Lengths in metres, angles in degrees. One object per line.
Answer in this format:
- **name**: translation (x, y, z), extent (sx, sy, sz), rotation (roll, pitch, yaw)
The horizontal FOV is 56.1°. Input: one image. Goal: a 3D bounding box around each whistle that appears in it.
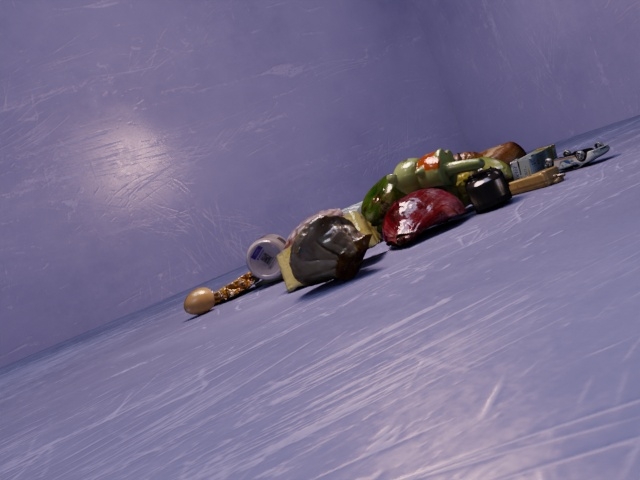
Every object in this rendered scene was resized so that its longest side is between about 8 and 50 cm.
- **whistle**: translation (0.313, -0.191, 1.660), extent (0.289, 0.106, 0.131), rotation (-10, -5, 39)

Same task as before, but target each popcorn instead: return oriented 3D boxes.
- **popcorn**: translation (0.414, -0.158, 1.786), extent (0.168, 0.173, 0.195), rotation (12, -4, 31)

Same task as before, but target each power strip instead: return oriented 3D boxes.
- **power strip**: translation (0.566, -0.158, 1.704), extent (0.064, 0.044, 0.305), rotation (-23, 4, -28)

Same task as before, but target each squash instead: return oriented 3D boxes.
- **squash**: translation (0.518, -0.213, 1.807), extent (0.069, 0.069, 0.239), rotation (-22, 13, 3)

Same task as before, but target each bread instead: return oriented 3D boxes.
- **bread**: translation (0.020, 0.034, 1.548), extent (0.266, 0.141, 0.178), rotation (-32, 13, 16)

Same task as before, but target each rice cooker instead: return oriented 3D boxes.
- **rice cooker**: translation (0.449, -0.136, 1.609), extent (0.112, 0.106, 0.165), rotation (-24, 14, 18)

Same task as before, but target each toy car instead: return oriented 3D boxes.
- **toy car**: translation (0.746, -0.239, 1.748), extent (0.095, 0.056, 0.205), rotation (-23, 7, -25)

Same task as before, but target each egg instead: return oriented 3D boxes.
- **egg**: translation (-0.375, 0.188, 1.846), extent (0.096, 0.080, 0.080), rotation (-20, 2, -30)

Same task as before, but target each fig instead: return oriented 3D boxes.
- **fig**: translation (0.265, -0.099, 2.003), extent (0.203, 0.235, 0.203), rotation (-46, 27, 32)

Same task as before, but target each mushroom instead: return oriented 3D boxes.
- **mushroom**: translation (0.566, -0.238, 2.054), extent (0.278, 0.163, 0.297), rotation (-14, 3, -6)

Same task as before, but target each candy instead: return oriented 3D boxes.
- **candy**: translation (0.000, 0.000, 1.844), extent (0.214, 0.157, 0.289), rotation (-36, 6, 16)

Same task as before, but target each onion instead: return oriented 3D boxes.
- **onion**: translation (0.254, -0.066, 1.592), extent (0.227, 0.120, 0.283), rotation (-25, 1, 29)

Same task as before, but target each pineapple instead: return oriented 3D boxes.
- **pineapple**: translation (-0.288, 0.154, 2.005), extent (0.221, 0.047, 0.221), rotation (-27, 3, 2)

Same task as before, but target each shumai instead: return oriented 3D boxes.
- **shumai**: translation (0.034, 0.043, 1.357), extent (0.201, 0.201, 0.120), rotation (-23, 44, -18)

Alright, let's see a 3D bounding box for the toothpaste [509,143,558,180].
- **toothpaste**: translation (0.677, -0.236, 1.879), extent (0.071, 0.089, 0.313), rotation (-11, 9, 36)

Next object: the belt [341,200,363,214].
- **belt**: translation (0.094, -0.050, 2.156), extent (0.325, 0.122, 0.260), rotation (-23, -7, -34)

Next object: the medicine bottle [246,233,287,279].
- **medicine bottle**: translation (-0.161, 0.049, 1.961), extent (0.135, 0.135, 0.215), rotation (-21, 4, 6)

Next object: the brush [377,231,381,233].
- **brush**: translation (0.222, -0.032, 2.161), extent (0.084, 0.013, 0.016), rotation (-21, 1, -21)

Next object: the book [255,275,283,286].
- **book**: translation (-0.118, 0.107, 2.057), extent (0.139, 0.016, 0.199), rotation (-20, 4, 34)
